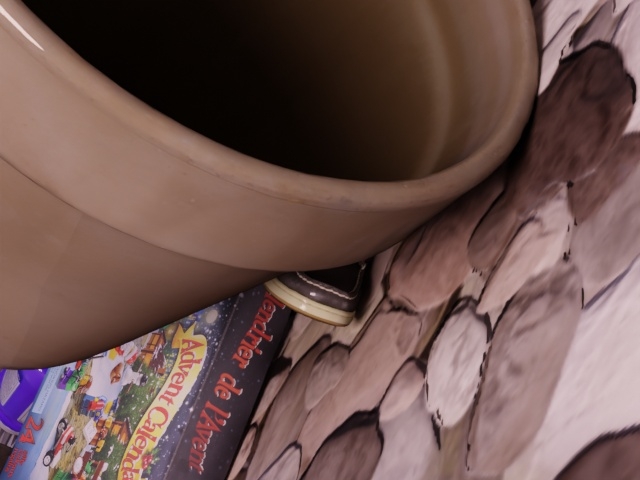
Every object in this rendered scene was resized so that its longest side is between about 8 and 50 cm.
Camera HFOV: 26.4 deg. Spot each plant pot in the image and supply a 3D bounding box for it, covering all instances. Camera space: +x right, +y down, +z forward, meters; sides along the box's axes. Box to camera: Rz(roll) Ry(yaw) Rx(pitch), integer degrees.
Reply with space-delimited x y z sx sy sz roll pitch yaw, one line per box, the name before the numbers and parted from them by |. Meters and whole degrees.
plant pot | -0.106 -0.080 0.658 0.280 0.323 0.323 -43 22 40

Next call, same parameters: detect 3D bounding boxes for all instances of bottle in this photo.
bottle | -0.312 0.158 1.552 0.283 0.092 0.118 -42 23 57

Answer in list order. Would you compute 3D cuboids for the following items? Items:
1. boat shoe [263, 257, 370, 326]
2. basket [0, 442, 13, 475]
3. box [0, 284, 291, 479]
boat shoe | 0.000 0.000 0.737 0.152 0.056 0.049 -102 36 -71
basket | -0.302 0.293 1.123 0.204 0.154 0.227 -63 16 2
box | -0.097 0.062 0.851 0.159 0.044 0.233 3 65 47
